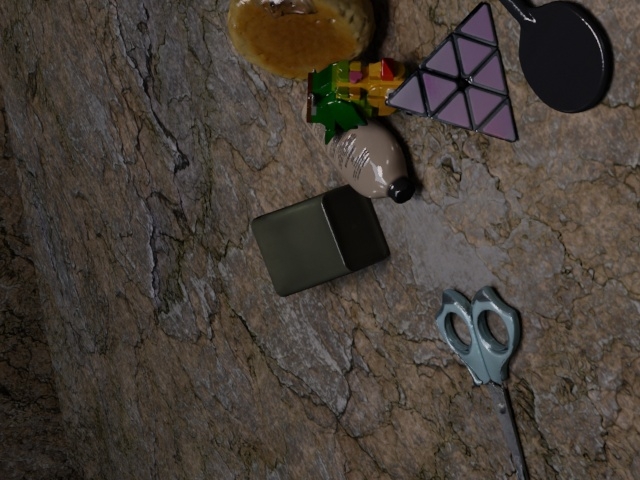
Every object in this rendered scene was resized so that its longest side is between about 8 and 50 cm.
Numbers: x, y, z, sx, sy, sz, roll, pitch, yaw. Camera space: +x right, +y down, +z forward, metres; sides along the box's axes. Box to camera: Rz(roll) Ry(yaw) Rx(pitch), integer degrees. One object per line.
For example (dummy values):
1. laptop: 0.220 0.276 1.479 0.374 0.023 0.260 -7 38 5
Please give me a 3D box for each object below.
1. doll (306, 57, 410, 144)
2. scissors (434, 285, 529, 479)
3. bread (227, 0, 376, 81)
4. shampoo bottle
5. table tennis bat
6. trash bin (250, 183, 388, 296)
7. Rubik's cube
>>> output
1. doll: 0.060 -0.231 1.746 0.186 0.106 0.134 -16 139 23
2. scissors: 0.288 0.247 1.789 0.191 0.029 0.360 -7 101 56
3. bread: -0.032 -0.372 1.767 0.244 0.244 0.134 121 166 -51
4. shampoo bottle: 0.068 -0.155 1.848 0.257 0.078 0.127 50 128 30
5. table tennis bat: 0.304 -0.276 1.479 0.236 0.027 0.150 55 145 21
6. trash bin: 0.000 0.000 2.004 0.240 0.122 0.164 -18 93 56
7. Rubik's cube: 0.231 -0.252 1.589 0.190 0.211 0.178 26 112 7
